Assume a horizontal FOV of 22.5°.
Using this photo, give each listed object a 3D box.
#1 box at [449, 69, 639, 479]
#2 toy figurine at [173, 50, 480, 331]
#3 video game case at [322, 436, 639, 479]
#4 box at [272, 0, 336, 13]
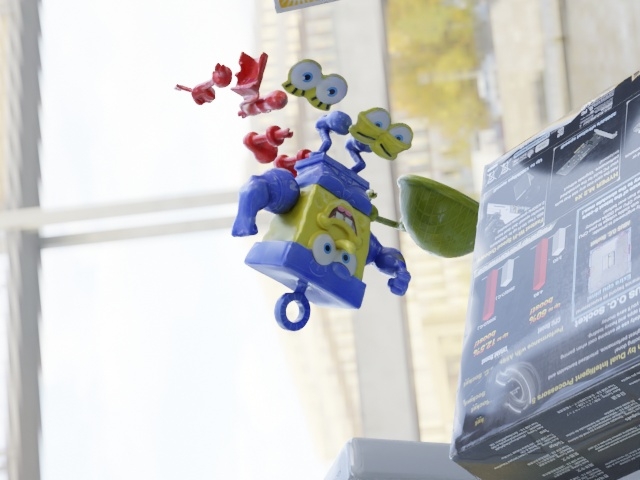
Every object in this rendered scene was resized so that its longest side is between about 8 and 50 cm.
[{"bbox_3d":[0.214,-0.012,0.888,0.076,0.307,0.242,37,-140,-24],"label":"box"},{"bbox_3d":[0.000,0.000,1.573,0.362,0.191,0.217,33,-118,-38],"label":"toy figurine"},{"bbox_3d":[0.134,0.240,1.201,0.300,0.329,0.036,116,155,-51],"label":"video game case"},{"bbox_3d":[0.034,-0.330,1.692,0.103,0.203,0.114,-96,-7,-47],"label":"box"}]
